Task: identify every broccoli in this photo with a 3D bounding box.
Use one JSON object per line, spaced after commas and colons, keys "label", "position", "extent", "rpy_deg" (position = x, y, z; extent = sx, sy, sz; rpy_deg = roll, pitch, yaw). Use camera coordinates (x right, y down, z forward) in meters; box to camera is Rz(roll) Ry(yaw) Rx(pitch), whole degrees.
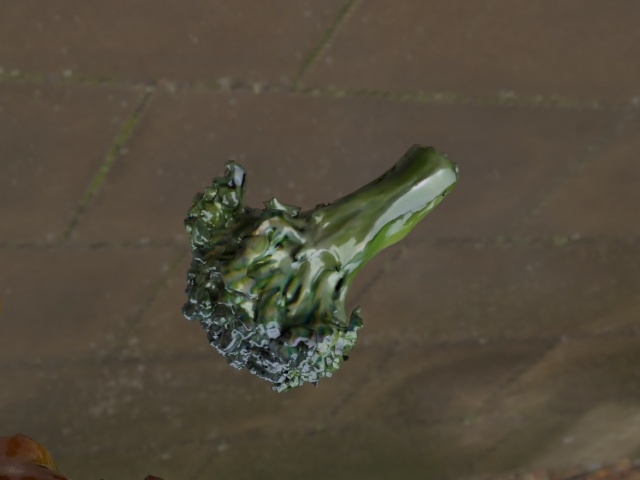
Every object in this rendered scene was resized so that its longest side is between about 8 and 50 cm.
{"label": "broccoli", "position": [-0.018, -0.007, 1.364], "extent": [0.198, 0.275, 0.177], "rpy_deg": [31, 168, 1]}

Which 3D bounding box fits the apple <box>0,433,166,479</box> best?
{"label": "apple", "position": [-0.256, 0.311, 1.128], "extent": [0.365, 0.295, 0.329], "rpy_deg": [-48, 172, 22]}
